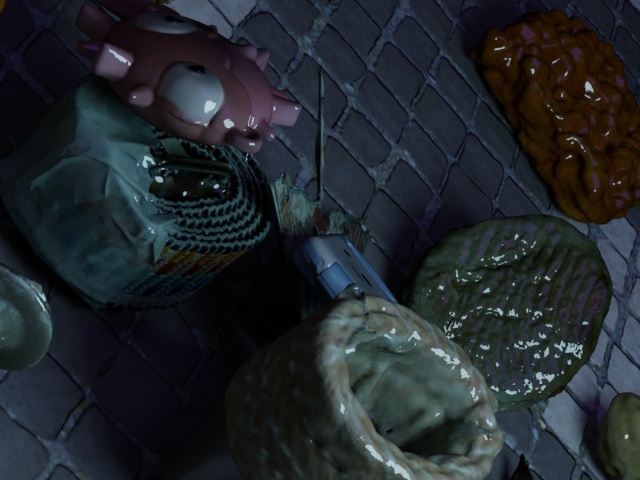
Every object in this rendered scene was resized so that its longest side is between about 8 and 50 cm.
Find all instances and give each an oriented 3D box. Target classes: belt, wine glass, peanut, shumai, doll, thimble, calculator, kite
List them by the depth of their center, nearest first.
[{"bbox_3d":[-0.311,0.121,1.387,0.126,0.126,0.241,49,35,-13],"label":"wine glass"},{"bbox_3d":[0.040,0.159,1.527,0.229,0.148,0.196,32,43,-29],"label":"thimble"},{"bbox_3d":[-0.127,-0.157,1.620,0.211,0.093,0.262,8,32,-34],"label":"doll"},{"bbox_3d":[-0.172,-0.046,1.659,0.257,0.150,0.207,6,51,-50],"label":"belt"},{"bbox_3d":[0.029,0.045,1.722,0.121,0.039,0.210,54,8,5],"label":"calculator"},{"bbox_3d":[-0.001,0.000,1.840,0.406,0.014,0.368,24,65,-74],"label":"kite"},{"bbox_3d":[0.204,0.104,2.043,0.272,0.203,0.222,-16,72,-18],"label":"shumai"},{"bbox_3d":[0.455,0.311,2.159,0.325,0.140,0.153,43,54,-17],"label":"peanut"}]

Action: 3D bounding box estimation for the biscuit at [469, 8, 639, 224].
[{"bbox_3d":[0.362,-0.179,2.444,0.318,0.110,0.312,-25,83,-55],"label":"biscuit"}]

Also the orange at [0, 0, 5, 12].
[{"bbox_3d":[-0.407,-0.260,1.390,0.340,0.340,0.293,34,4,-30],"label":"orange"}]

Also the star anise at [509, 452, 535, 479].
[{"bbox_3d":[0.252,0.356,1.948,0.157,0.053,0.212,43,35,-18],"label":"star anise"}]

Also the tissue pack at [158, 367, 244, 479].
[{"bbox_3d":[-0.029,0.209,1.650,0.159,0.136,0.246,50,35,-11],"label":"tissue pack"}]

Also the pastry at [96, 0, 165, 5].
[{"bbox_3d":[-0.172,-0.329,1.832,0.093,0.192,0.182,33,69,-30],"label":"pastry"}]
